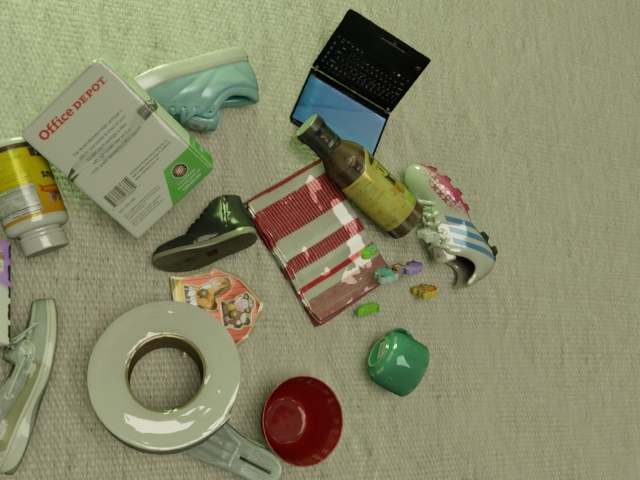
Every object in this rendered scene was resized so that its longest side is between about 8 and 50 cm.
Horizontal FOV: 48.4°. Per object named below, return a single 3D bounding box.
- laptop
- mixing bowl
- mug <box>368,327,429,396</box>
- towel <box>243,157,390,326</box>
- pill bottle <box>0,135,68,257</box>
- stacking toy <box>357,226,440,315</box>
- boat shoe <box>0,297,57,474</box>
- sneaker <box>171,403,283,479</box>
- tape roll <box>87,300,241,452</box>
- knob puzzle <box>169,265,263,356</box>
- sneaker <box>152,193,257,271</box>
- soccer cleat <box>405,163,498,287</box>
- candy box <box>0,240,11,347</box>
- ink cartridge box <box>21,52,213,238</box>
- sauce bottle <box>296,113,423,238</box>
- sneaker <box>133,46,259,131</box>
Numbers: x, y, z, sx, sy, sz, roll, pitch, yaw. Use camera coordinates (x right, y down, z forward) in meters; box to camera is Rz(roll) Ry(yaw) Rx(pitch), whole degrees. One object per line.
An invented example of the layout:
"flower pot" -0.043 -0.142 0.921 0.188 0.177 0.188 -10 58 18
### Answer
"laptop" 0.094 -0.356 1.676 0.234 0.264 0.136 27 34 -18
"mixing bowl" -0.054 0.377 1.491 0.182 0.098 0.181 7 75 -25
"mug" 0.165 0.268 1.607 0.097 0.158 0.129 30 94 -14
"towel" 0.000 0.000 1.624 0.237 0.037 0.328 -33 94 -26
"pill bottle" -0.554 -0.080 1.346 0.117 0.117 0.214 -20 89 -26
"stacking toy" 0.181 0.075 1.631 0.221 0.052 0.166 -16 118 -30
"boat shoe" -0.553 0.255 1.287 0.103 0.118 0.320 18 80 -25
"sneaker" -0.193 0.419 1.433 0.258 0.091 0.094 32 73 7
"tape roll" -0.296 0.264 1.367 0.287 0.100 0.286 4 67 -11
"knob puzzle" -0.210 0.147 1.506 0.213 0.030 0.213 5 78 -23
"sneaker" -0.253 -0.015 1.502 0.222 0.083 0.118 -17 56 -11
"soccer cleat" 0.298 -0.032 1.717 0.143 0.116 0.331 -43 99 -26
"candy box" -0.637 0.090 1.249 0.165 0.070 0.196 17 60 -50
"ink cartridge box" -0.382 -0.183 1.368 0.211 0.121 0.289 -41 112 7
"sauce bottle" 0.090 -0.149 1.634 0.344 0.111 0.111 42 67 -20
"sneaker" -0.284 -0.291 1.499 0.366 0.135 0.150 -27 91 -24
